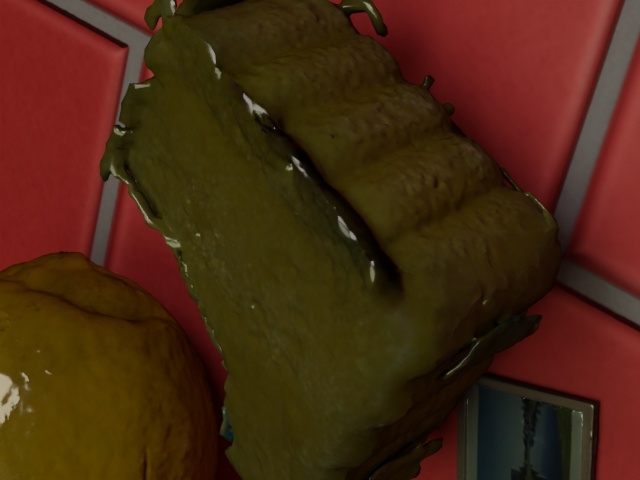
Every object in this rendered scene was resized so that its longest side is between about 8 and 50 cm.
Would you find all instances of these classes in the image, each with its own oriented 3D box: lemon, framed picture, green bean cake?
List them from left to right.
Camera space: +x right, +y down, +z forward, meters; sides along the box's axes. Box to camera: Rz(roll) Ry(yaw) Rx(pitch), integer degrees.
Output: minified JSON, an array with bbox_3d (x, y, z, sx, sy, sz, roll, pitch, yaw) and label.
[{"bbox_3d":[-0.220,0.165,1.152,0.297,0.297,0.297,12,109,37],"label":"lemon"},{"bbox_3d":[0.000,0.000,0.996,0.310,0.202,0.285,53,140,17],"label":"green bean cake"},{"bbox_3d":[0.141,0.170,1.029,0.109,0.011,0.149,11,109,37],"label":"framed picture"}]
